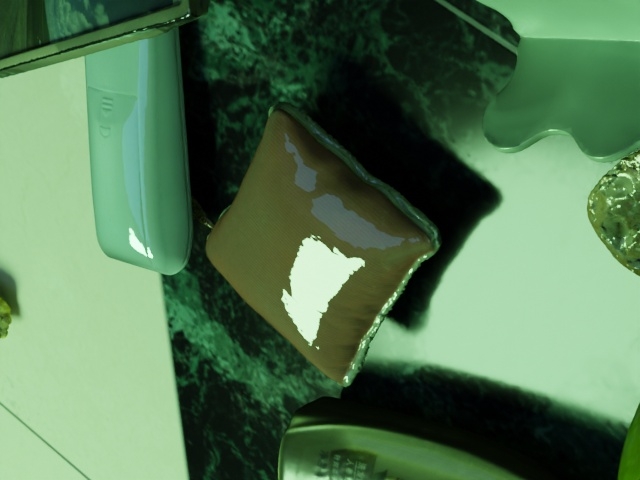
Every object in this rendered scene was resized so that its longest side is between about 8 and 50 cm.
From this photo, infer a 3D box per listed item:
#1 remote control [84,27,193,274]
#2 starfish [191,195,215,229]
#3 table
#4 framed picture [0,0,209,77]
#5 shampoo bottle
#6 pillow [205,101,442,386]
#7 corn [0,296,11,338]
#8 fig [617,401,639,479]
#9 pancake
[{"bbox_3d":[-0.157,-0.118,1.371,0.103,0.051,0.293,14,113,41],"label":"remote control"},{"bbox_3d":[-0.121,-0.036,1.423,0.086,0.016,0.092,14,117,32],"label":"starfish"},{"bbox_3d":[0.194,-0.123,1.030,0.198,0.166,0.167,8,117,45],"label":"table"},{"bbox_3d":[-0.184,-0.239,1.323,0.260,0.023,0.189,-9,82,43],"label":"framed picture"},{"bbox_3d":[0.129,0.213,1.295,0.350,0.084,0.126,14,118,33],"label":"shampoo bottle"},{"bbox_3d":[0.000,0.000,1.297,0.171,0.075,0.179,42,132,15],"label":"pillow"},{"bbox_3d":[-0.387,0.047,1.644,0.206,0.067,0.067,22,124,29],"label":"corn"},{"bbox_3d":[0.254,0.178,1.041,0.206,0.275,0.206,20,124,32],"label":"fig"},{"bbox_3d":[0.241,-0.008,1.103,0.139,0.022,0.139,20,144,15],"label":"pancake"}]
